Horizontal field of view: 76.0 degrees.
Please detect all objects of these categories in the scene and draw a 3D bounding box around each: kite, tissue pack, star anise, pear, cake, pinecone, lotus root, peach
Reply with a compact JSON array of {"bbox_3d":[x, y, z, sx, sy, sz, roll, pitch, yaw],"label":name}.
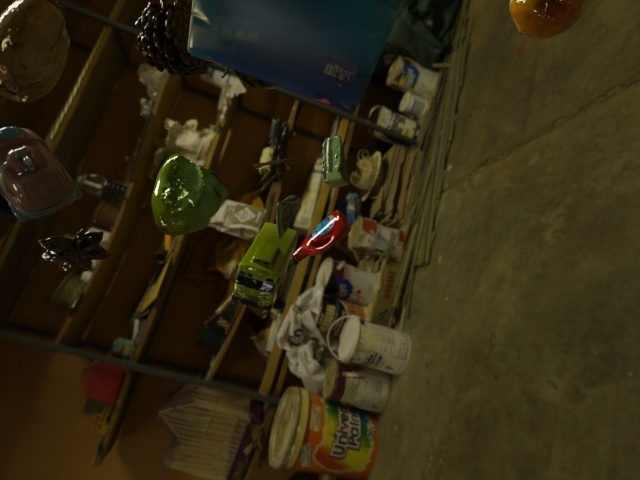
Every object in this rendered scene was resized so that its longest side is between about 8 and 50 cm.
[{"bbox_3d":[-0.127,-0.243,1.271,0.244,0.197,0.006,-20,-79,-58],"label":"kite"},{"bbox_3d":[-0.038,-0.320,0.588,0.137,0.269,0.209,-88,19,-47],"label":"tissue pack"},{"bbox_3d":[-0.851,0.045,1.434,0.197,0.212,0.073,90,155,-48],"label":"star anise"},{"bbox_3d":[-0.520,-0.158,1.511,0.282,0.286,0.176,-58,-22,-7],"label":"pear"},{"bbox_3d":[0.057,-0.361,1.836,0.099,0.100,0.236,-2,-98,-65],"label":"cake"},{"bbox_3d":[-0.456,-0.645,1.293,0.243,0.257,0.244,-37,-35,-31],"label":"pinecone"},{"bbox_3d":[-0.732,-0.502,1.038,0.169,0.151,0.343,130,145,-58],"label":"lotus root"},{"bbox_3d":[0.432,-0.450,0.767,0.138,0.137,0.138,-161,90,-80],"label":"peach"}]

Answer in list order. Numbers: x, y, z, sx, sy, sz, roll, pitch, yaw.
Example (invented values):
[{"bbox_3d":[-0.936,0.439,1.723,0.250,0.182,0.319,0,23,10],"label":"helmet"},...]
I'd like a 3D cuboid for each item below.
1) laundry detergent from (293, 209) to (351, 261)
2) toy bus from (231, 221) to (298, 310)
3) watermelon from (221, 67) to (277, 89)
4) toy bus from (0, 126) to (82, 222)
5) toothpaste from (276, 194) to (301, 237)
[{"bbox_3d":[0.000,0.000,1.024,0.165,0.049,0.097,-40,31,16],"label":"laundry detergent"},{"bbox_3d":[-0.156,0.067,1.209,0.262,0.127,0.150,-70,-4,-57],"label":"toy bus"},{"bbox_3d":[-0.153,-0.484,1.045,0.214,0.188,0.188,-33,-23,-47],"label":"watermelon"},{"bbox_3d":[-0.902,-0.221,1.262,0.197,0.294,0.232,-33,-23,-30],"label":"toy bus"},{"bbox_3d":[-0.057,-0.053,0.723,0.197,0.034,0.057,-76,-14,-76],"label":"toothpaste"}]
